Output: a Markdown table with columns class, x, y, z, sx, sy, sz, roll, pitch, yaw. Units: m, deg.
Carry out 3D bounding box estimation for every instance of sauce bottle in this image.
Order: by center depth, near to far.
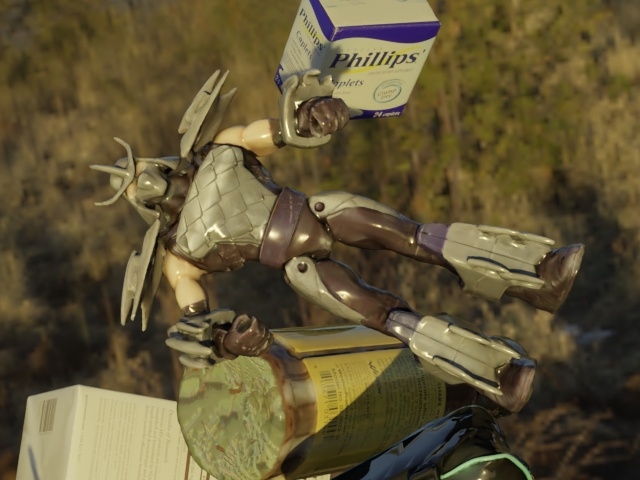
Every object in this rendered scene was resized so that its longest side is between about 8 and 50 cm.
| class | x | y | z | sx | sy | sz | roll | pitch | yaw |
| --- | --- | --- | --- | --- | --- | --- | --- | --- | --- |
| sauce bottle | 0.045 | 0.116 | 1.160 | 0.111 | 0.111 | 0.344 | 3 | 1 | 41 |

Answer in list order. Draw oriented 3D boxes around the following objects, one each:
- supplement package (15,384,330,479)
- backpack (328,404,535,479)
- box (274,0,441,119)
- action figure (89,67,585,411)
| class | x | y | z | sx | sy | sz | roll | pitch | yaw |
| --- | --- | --- | --- | --- | --- | --- | --- | --- | --- |
| supplement package | -0.130 | 0.214 | 1.335 | 0.244 | 0.133 | 0.139 | 13 | -15 | -27 |
| backpack | 0.075 | 0.209 | 0.906 | 0.166 | 0.188 | 0.144 | -31 | 9 | 2 |
| box | 0.037 | -0.194 | 1.574 | 0.126 | 0.137 | 0.072 | -7 | 52 | -27 |
| action figure | 0.000 | 0.000 | 0.885 | 0.285 | 0.185 | 0.099 | 20 | 0 | 3 |
